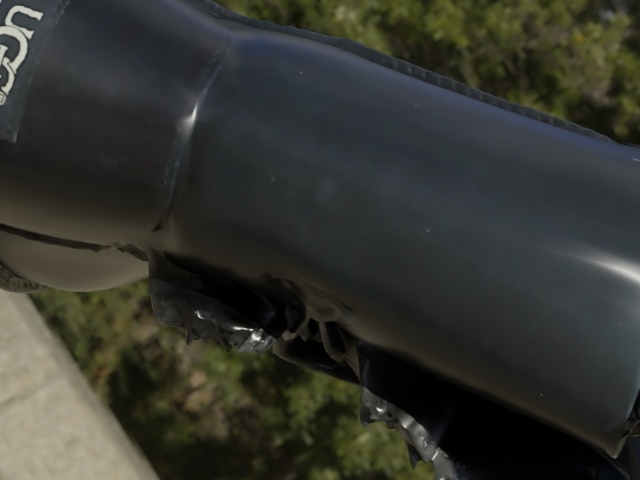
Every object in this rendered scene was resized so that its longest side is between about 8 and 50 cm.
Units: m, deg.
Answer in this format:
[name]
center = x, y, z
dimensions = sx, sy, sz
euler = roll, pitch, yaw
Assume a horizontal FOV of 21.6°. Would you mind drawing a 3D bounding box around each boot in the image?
[boot]
center = 0.000, 0.000, 0.437
dimensions = 0.207, 0.094, 0.246
euler = 24, -5, 8
